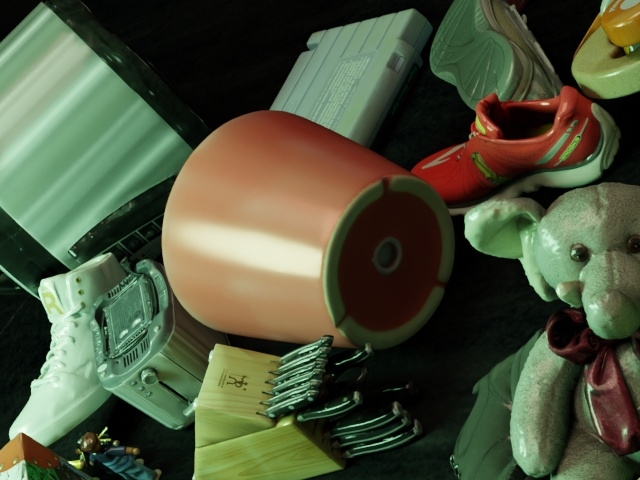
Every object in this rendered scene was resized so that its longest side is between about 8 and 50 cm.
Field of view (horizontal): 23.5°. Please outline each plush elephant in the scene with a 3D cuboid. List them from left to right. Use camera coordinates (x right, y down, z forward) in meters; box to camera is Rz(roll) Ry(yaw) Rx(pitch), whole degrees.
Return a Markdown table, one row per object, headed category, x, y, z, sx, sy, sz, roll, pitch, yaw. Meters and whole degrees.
| category | x | y | z | sx | sy | sz | roll | pitch | yaw |
| --- | --- | --- | --- | --- | --- | --- | --- | --- | --- |
| plush elephant | 0.260 | 0.067 | 1.275 | 0.272 | 0.255 | 0.330 | -19 | 32 | 17 |

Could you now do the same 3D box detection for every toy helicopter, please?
| category | x | y | z | sx | sy | sz | roll | pitch | yaw |
| --- | --- | --- | --- | --- | --- | --- | --- | --- | --- |
| toy helicopter | 0.408 | -0.276 | 1.681 | 0.355 | 0.140 | 0.235 | -44 | 19 | -15 |

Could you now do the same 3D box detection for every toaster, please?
| category | x | y | z | sx | sy | sz | roll | pitch | yaw |
| --- | --- | --- | --- | --- | --- | --- | --- | --- | --- |
| toaster | -0.196 | 0.129 | 1.917 | 0.129 | 0.146 | 0.227 | -40 | 31 | 11 |

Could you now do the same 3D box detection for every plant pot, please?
| category | x | y | z | sx | sy | sz | roll | pitch | yaw |
| --- | --- | --- | --- | --- | --- | --- | --- | --- | --- |
| plant pot | 0.000 | 0.000 | 1.730 | 0.243 | 0.275 | 0.275 | 16 | 67 | 48 |

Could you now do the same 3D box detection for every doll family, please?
| category | x | y | z | sx | sy | sz | roll | pitch | yaw |
| --- | --- | --- | --- | --- | --- | --- | --- | --- | --- |
| doll family | -0.286 | 0.276 | 1.894 | 0.193 | 0.111 | 0.076 | -29 | 34 | 28 |

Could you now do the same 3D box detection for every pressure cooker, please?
| category | x | y | z | sx | sy | sz | roll | pitch | yaw |
| --- | --- | --- | --- | --- | --- | --- | --- | --- | --- |
| pressure cooker | -0.382 | -0.095 | 2.200 | 0.420 | 0.370 | 0.375 | -45 | 26 | -2 |

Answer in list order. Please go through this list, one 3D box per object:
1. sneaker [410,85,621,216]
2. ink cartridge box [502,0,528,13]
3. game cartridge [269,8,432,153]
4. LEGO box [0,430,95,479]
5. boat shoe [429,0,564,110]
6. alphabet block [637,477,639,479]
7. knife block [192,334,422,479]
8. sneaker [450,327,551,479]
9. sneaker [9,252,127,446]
| category | x | y | z | sx | sy | sz | roll | pitch | yaw |
| --- | --- | --- | --- | --- | --- | --- | --- | --- | --- |
| sneaker | 0.200 | -0.112 | 1.722 | 0.279 | 0.118 | 0.107 | -18 | 41 | 41 |
| ink cartridge box | 0.253 | -0.387 | 2.022 | 0.175 | 0.072 | 0.127 | -53 | 30 | -9 |
| game cartridge | 0.003 | -0.151 | 2.084 | 0.230 | 0.068 | 0.355 | -1 | 53 | 47 |
| LEGO box | -0.412 | 0.519 | 1.679 | 0.500 | 0.193 | 0.372 | -44 | 30 | 9 |
| boat shoe | 0.215 | -0.222 | 1.872 | 0.118 | 0.103 | 0.320 | -60 | 21 | 17 |
| alphabet block | 0.364 | 0.207 | 1.067 | 0.197 | 0.193 | 0.192 | -44 | 31 | 5 |
| knife block | -0.013 | 0.207 | 1.678 | 0.275 | 0.242 | 0.088 | 97 | -172 | -51 |
| sneaker | 0.176 | 0.217 | 1.405 | 0.130 | 0.109 | 0.286 | -34 | 24 | 40 |
| sneaker | -0.332 | 0.135 | 1.976 | 0.108 | 0.169 | 0.292 | -19 | 20 | 41 |
